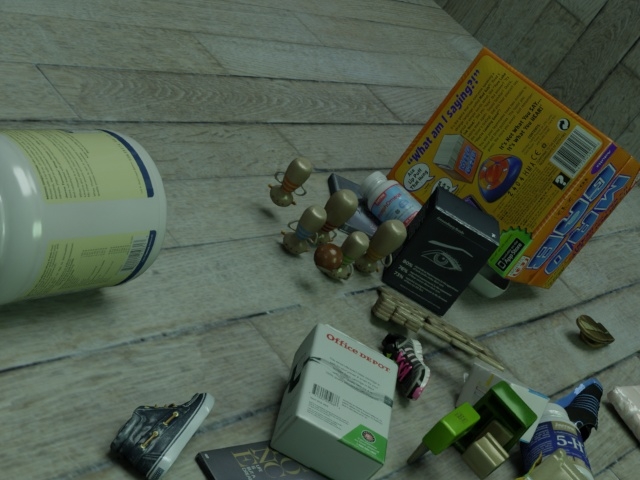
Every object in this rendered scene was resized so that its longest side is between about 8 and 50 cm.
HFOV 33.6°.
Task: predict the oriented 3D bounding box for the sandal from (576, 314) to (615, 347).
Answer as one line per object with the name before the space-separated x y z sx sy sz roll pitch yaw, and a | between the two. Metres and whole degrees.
sandal | 0.628 0.218 2.446 0.180 0.049 0.072 20 33 -57

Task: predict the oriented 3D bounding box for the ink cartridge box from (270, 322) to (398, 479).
ink cartridge box | 0.025 0.245 1.591 0.153 0.087 0.208 30 36 -10

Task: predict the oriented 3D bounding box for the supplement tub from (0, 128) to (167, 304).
supplement tub | -0.398 -0.036 1.461 0.235 0.235 0.324 48 30 23

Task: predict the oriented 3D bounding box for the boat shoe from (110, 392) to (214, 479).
boat shoe | -0.208 0.241 1.421 0.083 0.065 0.183 37 28 -1

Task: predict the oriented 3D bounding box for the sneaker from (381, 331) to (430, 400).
sneaker | 0.143 0.218 1.869 0.074 0.063 0.170 27 23 -17

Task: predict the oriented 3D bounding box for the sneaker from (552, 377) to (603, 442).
sneaker | 0.506 0.342 2.074 0.232 0.081 0.090 -17 60 -49

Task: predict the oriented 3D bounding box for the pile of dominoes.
pile of dominoes | 0.216 0.176 2.019 0.251 0.040 0.196 29 6 -8

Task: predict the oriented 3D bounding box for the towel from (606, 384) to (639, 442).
towel | 0.791 0.443 2.261 0.317 0.053 0.332 5 40 -46

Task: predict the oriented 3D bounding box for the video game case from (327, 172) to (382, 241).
video game case | 0.147 -0.036 2.316 0.274 0.026 0.196 24 29 -23

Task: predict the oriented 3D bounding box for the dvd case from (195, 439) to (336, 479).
dvd case | -0.051 0.349 1.484 0.221 0.018 0.164 2 42 -48

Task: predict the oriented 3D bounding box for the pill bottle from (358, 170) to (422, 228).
pill bottle | 0.158 -0.071 2.261 0.160 0.087 0.087 46 29 20

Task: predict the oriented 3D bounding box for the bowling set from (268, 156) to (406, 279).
bowling set | 0.000 0.000 2.002 0.287 0.154 0.200 35 46 -4

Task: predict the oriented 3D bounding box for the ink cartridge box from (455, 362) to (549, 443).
ink cartridge box | 0.317 0.285 1.888 0.092 0.090 0.143 23 1 -25

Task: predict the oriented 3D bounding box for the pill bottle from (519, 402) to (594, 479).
pill bottle | 0.410 0.377 1.866 0.112 0.112 0.187 28 28 -16

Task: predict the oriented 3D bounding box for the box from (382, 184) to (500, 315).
box | 0.242 0.021 2.132 0.153 0.207 0.108 32 27 -8

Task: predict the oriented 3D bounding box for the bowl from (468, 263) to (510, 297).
bowl | 0.350 0.067 2.353 0.142 0.053 0.142 36 27 2

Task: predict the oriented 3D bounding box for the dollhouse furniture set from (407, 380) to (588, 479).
dollhouse furniture set | 0.302 0.404 1.687 0.197 0.151 0.301 -23 63 -46

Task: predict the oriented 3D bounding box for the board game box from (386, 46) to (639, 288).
board game box | 0.439 -0.149 2.357 0.356 0.357 0.356 43 14 25
